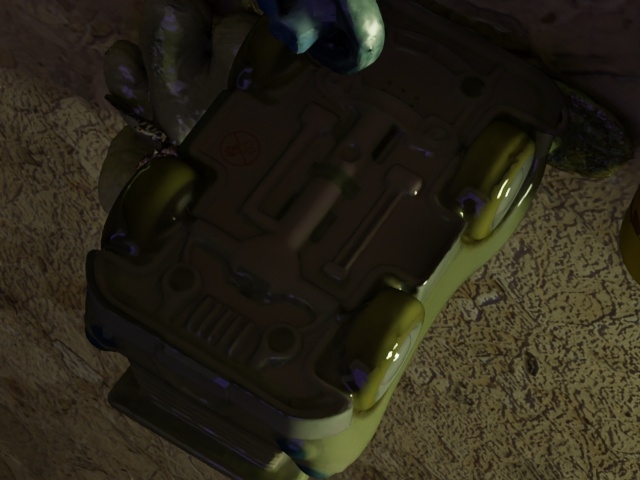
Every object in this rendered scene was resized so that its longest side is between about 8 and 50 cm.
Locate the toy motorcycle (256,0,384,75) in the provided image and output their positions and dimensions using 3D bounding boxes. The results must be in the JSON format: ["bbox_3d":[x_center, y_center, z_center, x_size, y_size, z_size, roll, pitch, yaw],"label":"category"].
[{"bbox_3d":[-0.037,-0.271,1.135,0.182,0.241,0.319,-13,142,-6],"label":"toy motorcycle"}]

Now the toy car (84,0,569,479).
[{"bbox_3d":[0.000,0.000,1.316,0.242,0.336,0.226,29,153,12],"label":"toy car"}]

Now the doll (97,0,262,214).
[{"bbox_3d":[-0.113,-0.096,1.516,0.175,0.149,0.278,53,151,31],"label":"doll"}]

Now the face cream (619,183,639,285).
[{"bbox_3d":[0.285,-0.074,1.178,0.105,0.105,0.349,26,153,8],"label":"face cream"}]

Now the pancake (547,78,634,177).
[{"bbox_3d":[0.187,-0.083,1.356,0.108,0.017,0.108,28,154,15],"label":"pancake"}]
